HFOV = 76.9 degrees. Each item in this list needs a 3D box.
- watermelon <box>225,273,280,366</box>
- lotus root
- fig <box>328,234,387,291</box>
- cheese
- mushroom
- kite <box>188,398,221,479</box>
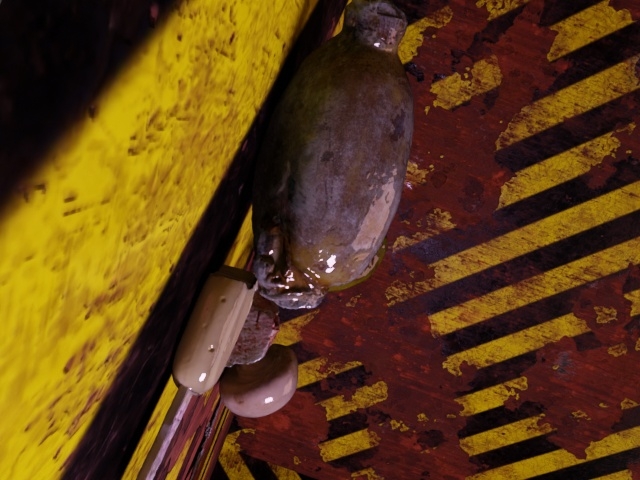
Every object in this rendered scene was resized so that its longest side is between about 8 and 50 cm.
[{"bbox_3d":[-0.110,0.105,0.613,0.180,0.094,0.081,-96,-162,-50],"label":"watermelon"},{"bbox_3d":[0.018,-0.094,0.473,0.175,0.175,0.348,-78,-174,-81],"label":"lotus root"},{"bbox_3d":[0.000,0.000,0.840,0.271,0.240,0.239,-35,-152,48],"label":"fig"},{"bbox_3d":[-0.132,0.138,0.429,0.127,0.050,0.255,113,-3,-58],"label":"cheese"},{"bbox_3d":[-0.156,0.319,0.964,0.209,0.207,0.206,50,48,-42],"label":"mushroom"},{"bbox_3d":[-0.326,0.562,1.137,0.322,0.013,0.267,-75,-175,-46],"label":"kite"}]
